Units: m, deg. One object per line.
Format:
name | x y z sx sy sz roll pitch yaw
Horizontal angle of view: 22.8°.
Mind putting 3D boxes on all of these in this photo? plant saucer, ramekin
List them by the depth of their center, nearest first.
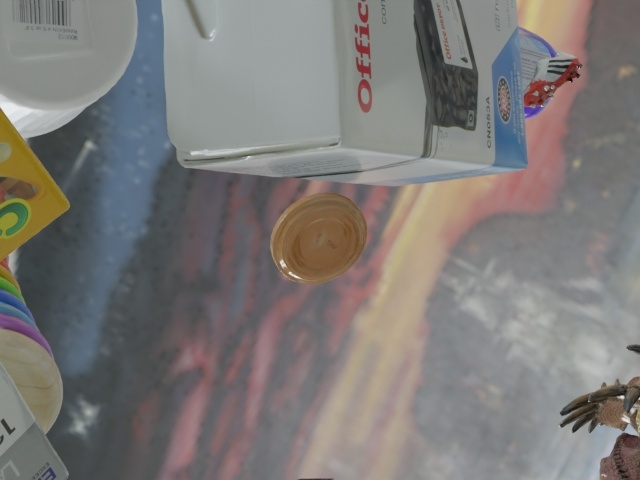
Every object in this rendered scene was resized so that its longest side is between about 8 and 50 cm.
plant saucer | 0.000 0.000 1.309 0.083 0.013 0.083 -10 -58 -17
ramekin | -0.359 -0.271 1.946 0.135 0.277 0.277 -10 39 57

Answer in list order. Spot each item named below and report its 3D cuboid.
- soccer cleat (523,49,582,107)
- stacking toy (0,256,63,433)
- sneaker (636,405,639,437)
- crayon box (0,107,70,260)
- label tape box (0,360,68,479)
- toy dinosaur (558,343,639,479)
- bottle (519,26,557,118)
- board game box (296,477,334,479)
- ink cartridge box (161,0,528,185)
soccer cleat | 0.208 -0.151 1.474 0.083 0.036 0.029 -36 -32 -29
stacking toy | -0.342 0.077 1.591 0.330 0.141 0.141 -117 44 -59
sneaker | 0.334 0.191 1.275 0.084 0.185 0.069 -36 -25 -6
crayon box | -0.310 -0.044 1.082 0.203 0.083 0.323 -39 -36 -8
label tape box | -0.308 0.186 1.079 0.249 0.115 0.347 -43 -43 -22
toy dinosaur | 0.288 0.208 1.400 0.127 0.200 0.296 -21 1 11
bottle | 0.120 -0.176 1.511 0.283 0.118 0.092 4 -71 -54
board game box | -0.068 0.363 1.435 0.347 0.056 0.208 -20 -76 -59
ink cartridge box | 0.027 -0.158 1.114 0.307 0.129 0.223 1 -94 -61
